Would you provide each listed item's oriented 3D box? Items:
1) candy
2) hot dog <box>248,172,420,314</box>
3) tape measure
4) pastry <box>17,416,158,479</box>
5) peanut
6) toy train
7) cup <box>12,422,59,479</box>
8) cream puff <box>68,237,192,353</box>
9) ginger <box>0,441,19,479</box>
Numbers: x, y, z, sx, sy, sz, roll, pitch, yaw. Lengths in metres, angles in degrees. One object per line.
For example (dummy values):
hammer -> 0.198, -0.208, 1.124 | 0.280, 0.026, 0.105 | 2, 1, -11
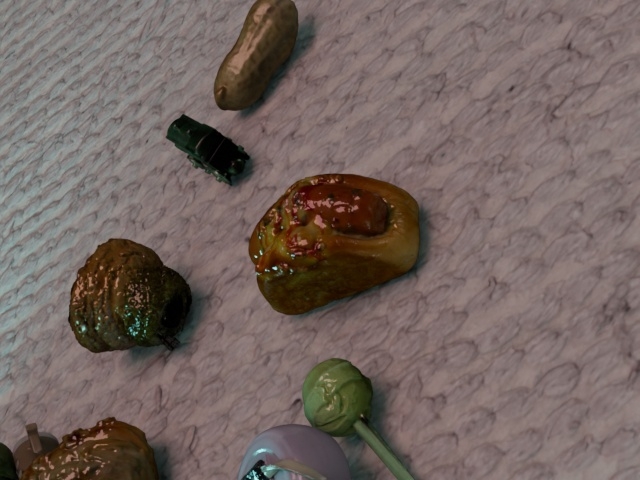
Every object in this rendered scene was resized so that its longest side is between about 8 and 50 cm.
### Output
candy -> 0.081, 0.257, 1.573 | 0.093, 0.092, 0.335 | -41, 46, -4
hot dog -> 0.000, 0.000, 1.771 | 0.257, 0.153, 0.150 | -23, 48, 37
tape measure -> -0.044, 0.313, 1.588 | 0.196, 0.105, 0.178 | -59, 37, 34
pastry -> -0.335, 0.392, 1.859 | 0.255, 0.162, 0.311 | -44, 37, 21
peanut -> -0.102, -0.301, 2.155 | 0.214, 0.099, 0.099 | -59, 37, 5
toy train -> -0.185, -0.151, 2.128 | 0.071, 0.111, 0.170 | -54, 37, -4
cup -> -0.428, 0.345, 2.061 | 0.102, 0.074, 0.099 | -66, 34, 25
cream puff -> -0.272, 0.101, 2.024 | 0.169, 0.183, 0.183 | 17, 76, 26
ginger -> -0.491, 0.414, 2.051 | 0.290, 0.089, 0.137 | -117, 35, -44
